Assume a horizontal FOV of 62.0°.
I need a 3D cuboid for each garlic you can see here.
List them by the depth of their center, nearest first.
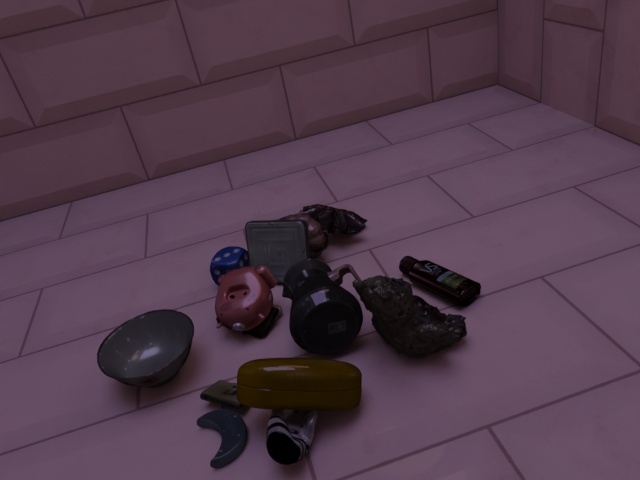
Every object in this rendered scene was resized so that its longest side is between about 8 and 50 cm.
[{"bbox_3d":[-0.091,-0.016,2.291,0.244,0.245,0.161,-3,31,15],"label":"garlic"}]

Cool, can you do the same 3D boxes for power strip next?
[{"bbox_3d":[-0.294,0.575,1.608,0.137,0.044,0.216,-20,33,-15],"label":"power strip"}]

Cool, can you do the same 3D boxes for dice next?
[{"bbox_3d":[-0.374,0.117,2.271,0.146,0.143,0.147,-2,34,23],"label":"dice"}]

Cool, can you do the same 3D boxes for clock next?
[{"bbox_3d":[-0.293,0.224,1.985,0.227,0.142,0.241,-14,46,19],"label":"clock"}]

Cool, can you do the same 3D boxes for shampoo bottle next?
[{"bbox_3d":[0.435,0.142,2.004,0.129,0.084,0.323,-27,34,-27],"label":"shampoo bottle"}]

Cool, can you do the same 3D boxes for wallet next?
[{"bbox_3d":[-0.292,0.498,1.715,0.154,0.040,0.110,6,14,27],"label":"wallet"},{"bbox_3d":[-0.286,0.292,2.041,0.255,0.031,0.137,10,57,36],"label":"wallet"}]

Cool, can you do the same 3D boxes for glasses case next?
[{"bbox_3d":[-0.058,0.413,1.562,0.370,0.141,0.173,4,-3,-9],"label":"glasses case"}]

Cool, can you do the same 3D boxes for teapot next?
[{"bbox_3d":[0.011,0.209,1.890,0.300,0.254,0.344,-29,28,-1],"label":"teapot"}]

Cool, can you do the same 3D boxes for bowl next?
[{"bbox_3d":[-0.586,0.407,1.869,0.336,0.158,0.337,-8,33,5],"label":"bowl"}]

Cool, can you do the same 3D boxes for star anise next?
[{"bbox_3d":[0.056,-0.092,2.409,0.331,0.118,0.332,11,5,-1],"label":"star anise"}]

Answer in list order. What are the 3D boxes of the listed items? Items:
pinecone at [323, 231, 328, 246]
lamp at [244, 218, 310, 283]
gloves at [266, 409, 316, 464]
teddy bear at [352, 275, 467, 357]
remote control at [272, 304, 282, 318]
[{"bbox_3d":[0.000,0.000,2.396,0.077,0.077,0.084,-5,64,12],"label":"pinecone"},{"bbox_3d":[-0.174,0.047,2.201,0.268,0.267,0.047,-1,13,18],"label":"lamp"},{"bbox_3d":[-0.084,0.548,1.524,0.139,0.132,0.218,3,-2,8],"label":"gloves"},{"bbox_3d":[0.262,0.214,1.691,0.357,0.368,0.225,25,67,34],"label":"teddy bear"},{"bbox_3d":[-0.204,0.270,2.063,0.122,0.032,0.074,21,60,42],"label":"remote control"}]
